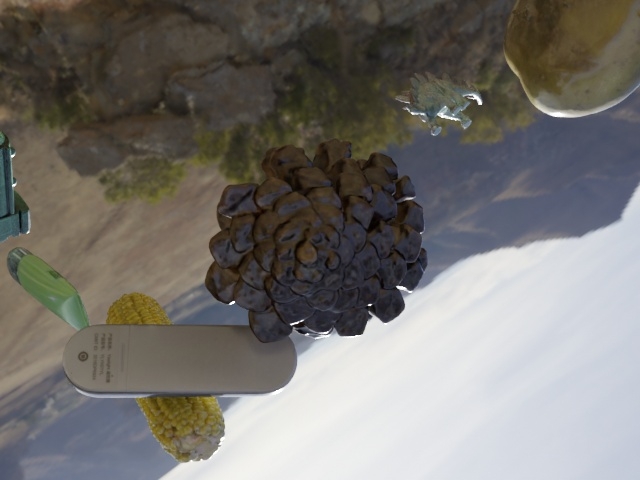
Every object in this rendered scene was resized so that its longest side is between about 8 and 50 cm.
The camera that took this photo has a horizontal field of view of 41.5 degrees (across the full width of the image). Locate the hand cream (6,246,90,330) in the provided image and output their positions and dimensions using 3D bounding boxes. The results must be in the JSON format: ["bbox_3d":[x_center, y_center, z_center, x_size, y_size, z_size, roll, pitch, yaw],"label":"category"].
[{"bbox_3d":[-0.389,0.069,1.219,0.046,0.175,0.095,-40,145,-34],"label":"hand cream"}]

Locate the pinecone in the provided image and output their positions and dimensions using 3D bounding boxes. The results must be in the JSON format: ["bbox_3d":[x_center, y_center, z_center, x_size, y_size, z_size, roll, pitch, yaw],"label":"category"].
[{"bbox_3d":[0.000,-0.002,0.896,0.201,0.228,0.202,-71,-172,-49],"label":"pinecone"}]

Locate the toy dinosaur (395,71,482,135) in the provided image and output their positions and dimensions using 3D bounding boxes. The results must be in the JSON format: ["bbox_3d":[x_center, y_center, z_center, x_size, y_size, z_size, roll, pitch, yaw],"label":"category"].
[{"bbox_3d":[0.145,-0.167,0.995,0.209,0.082,0.039,-18,142,-53],"label":"toy dinosaur"}]

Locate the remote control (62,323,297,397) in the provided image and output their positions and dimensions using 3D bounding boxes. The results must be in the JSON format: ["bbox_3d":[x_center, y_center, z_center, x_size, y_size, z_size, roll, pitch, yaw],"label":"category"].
[{"bbox_3d":[-0.146,0.126,0.893,0.244,0.077,0.022,1,158,-7],"label":"remote control"}]

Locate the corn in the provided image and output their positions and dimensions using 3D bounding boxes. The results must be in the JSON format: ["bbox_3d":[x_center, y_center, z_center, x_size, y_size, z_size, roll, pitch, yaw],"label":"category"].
[{"bbox_3d":[-0.183,0.156,0.980,0.081,0.248,0.081,-17,130,-22],"label":"corn"}]

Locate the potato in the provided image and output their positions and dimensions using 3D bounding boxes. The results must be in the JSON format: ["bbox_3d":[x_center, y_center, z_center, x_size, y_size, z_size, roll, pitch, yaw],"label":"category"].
[{"bbox_3d":[0.319,-0.278,0.931,0.296,0.141,0.192,-53,-144,15],"label":"potato"}]

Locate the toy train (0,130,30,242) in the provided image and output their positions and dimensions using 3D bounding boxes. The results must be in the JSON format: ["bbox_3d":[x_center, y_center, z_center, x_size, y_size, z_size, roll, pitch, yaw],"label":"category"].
[{"bbox_3d":[-0.388,-0.060,0.949,0.111,0.071,0.170,-26,148,-35],"label":"toy train"}]
